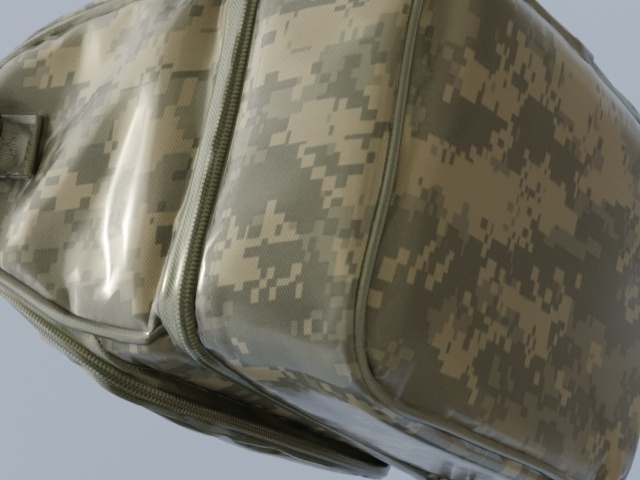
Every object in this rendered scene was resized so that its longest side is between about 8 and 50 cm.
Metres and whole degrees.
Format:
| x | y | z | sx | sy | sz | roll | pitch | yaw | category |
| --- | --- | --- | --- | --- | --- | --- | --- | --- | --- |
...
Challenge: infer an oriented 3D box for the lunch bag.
| x | y | z | sx | sy | sz | roll | pitch | yaw | category |
| --- | --- | --- | --- | --- | --- | --- | --- | --- | --- |
| 0.000 | 0.000 | 0.905 | 0.305 | 0.256 | 0.212 | 29 | -109 | -54 | lunch bag |
